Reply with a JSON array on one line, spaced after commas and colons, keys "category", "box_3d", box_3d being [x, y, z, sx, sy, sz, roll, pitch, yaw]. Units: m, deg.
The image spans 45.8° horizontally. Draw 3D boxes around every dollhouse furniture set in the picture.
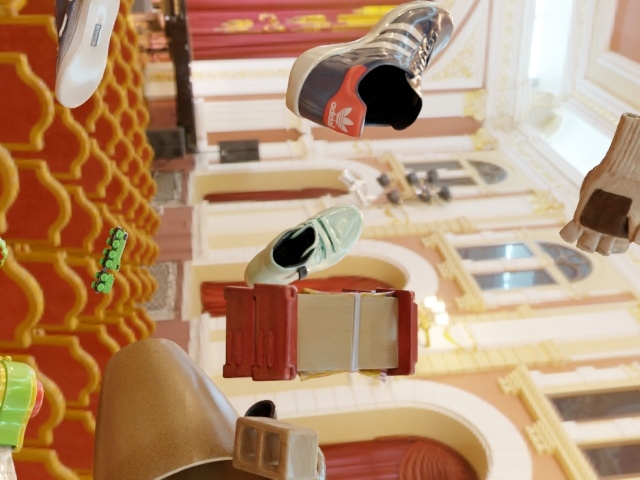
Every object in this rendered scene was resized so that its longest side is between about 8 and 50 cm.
[{"category": "dollhouse furniture set", "box_3d": [-0.005, 0.237, 0.925, 0.152, 0.201, 0.374, -8, -102, 54]}]

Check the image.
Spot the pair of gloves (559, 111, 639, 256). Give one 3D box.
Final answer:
[{"category": "pair of gloves", "box_3d": [0.437, -0.027, 0.926, 0.042, 0.240, 0.204, -50, 163, -45]}]

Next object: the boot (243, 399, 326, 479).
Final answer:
[{"category": "boot", "box_3d": [-0.054, 0.447, 1.228, 0.222, 0.118, 0.338, 57, 11, -51]}]

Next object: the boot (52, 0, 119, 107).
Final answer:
[{"category": "boot", "box_3d": [-0.359, -0.296, 1.111, 0.086, 0.069, 0.190, 33, -75, 29]}]

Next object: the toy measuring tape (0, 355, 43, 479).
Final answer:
[{"category": "toy measuring tape", "box_3d": [-0.501, 0.293, 1.226, 0.330, 0.121, 0.121, -128, -149, -45]}]

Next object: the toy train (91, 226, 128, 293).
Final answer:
[{"category": "toy train", "box_3d": [-0.251, 0.024, 0.908, 0.024, 0.017, 0.083, 23, 84, -54]}]

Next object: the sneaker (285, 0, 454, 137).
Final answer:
[{"category": "sneaker", "box_3d": [0.114, -0.239, 1.102, 0.148, 0.350, 0.131, 35, -38, 26]}]

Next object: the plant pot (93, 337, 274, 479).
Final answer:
[{"category": "plant pot", "box_3d": [-0.213, 0.268, 1.048, 0.237, 0.237, 0.254, 93, -25, -44]}]

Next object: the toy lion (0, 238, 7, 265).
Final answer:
[{"category": "toy lion", "box_3d": [-0.524, 0.002, 1.149, 0.034, 0.096, 0.100, -105, -144, -58]}]

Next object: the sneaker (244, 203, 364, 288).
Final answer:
[{"category": "sneaker", "box_3d": [0.000, 0.001, 1.284, 0.094, 0.256, 0.151, 56, -28, 2]}]
